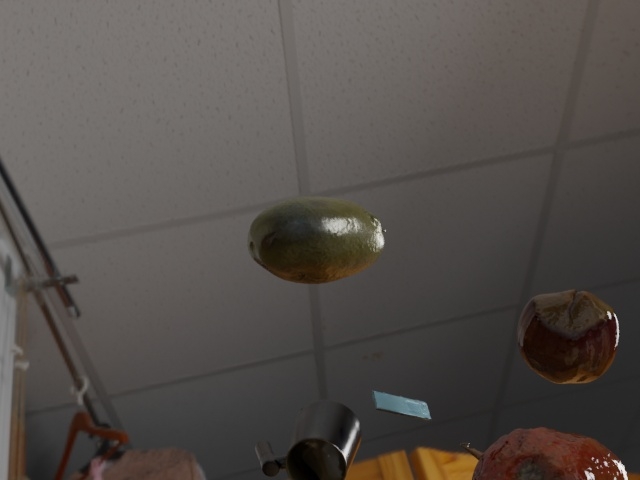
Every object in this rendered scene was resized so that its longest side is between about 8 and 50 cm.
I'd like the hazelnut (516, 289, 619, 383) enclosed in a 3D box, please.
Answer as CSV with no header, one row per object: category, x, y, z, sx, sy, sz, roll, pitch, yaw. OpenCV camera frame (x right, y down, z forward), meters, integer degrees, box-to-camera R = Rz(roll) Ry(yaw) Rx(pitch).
hazelnut,0.540,0.212,1.728,0.212,0.181,0.181,13,-28,22

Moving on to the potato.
potato,0.000,0.000,1.364,0.251,0.174,0.159,-7,-76,-24

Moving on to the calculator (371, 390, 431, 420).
calculator,0.195,0.400,1.903,0.172,0.057,0.018,19,-55,-31

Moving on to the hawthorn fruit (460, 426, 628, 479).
hawthorn fruit,0.284,0.340,1.082,0.207,0.243,0.207,-24,-55,-39

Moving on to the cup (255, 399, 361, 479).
cup,-0.025,0.504,1.840,0.239,0.177,0.166,-34,-84,15
